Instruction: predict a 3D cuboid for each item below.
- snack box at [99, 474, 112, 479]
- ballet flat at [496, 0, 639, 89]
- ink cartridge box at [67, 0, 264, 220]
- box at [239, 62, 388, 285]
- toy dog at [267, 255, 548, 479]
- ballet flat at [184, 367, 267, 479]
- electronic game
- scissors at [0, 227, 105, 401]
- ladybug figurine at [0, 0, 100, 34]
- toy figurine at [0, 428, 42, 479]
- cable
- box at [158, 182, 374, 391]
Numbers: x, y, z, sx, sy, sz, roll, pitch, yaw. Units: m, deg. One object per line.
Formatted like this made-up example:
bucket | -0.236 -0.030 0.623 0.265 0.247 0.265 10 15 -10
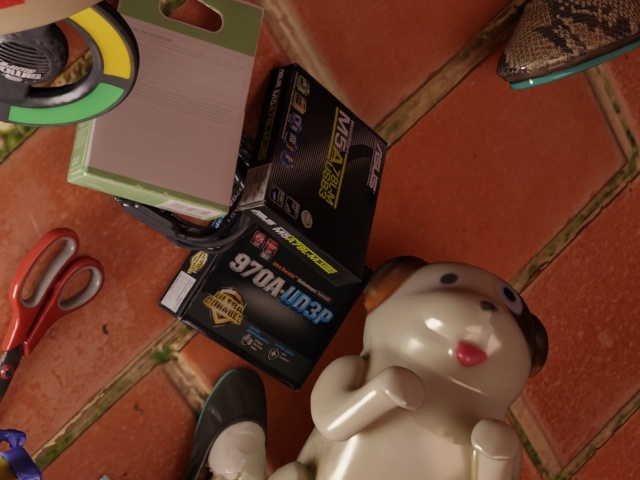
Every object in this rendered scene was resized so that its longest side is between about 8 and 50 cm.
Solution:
snack box | -0.266 0.354 2.083 0.141 0.037 0.100 -45 130 -13
ballet flat | 0.383 -0.301 2.232 0.483 0.164 0.182 -13 95 -39
ink cartridge box | -0.161 -0.155 1.910 0.171 0.056 0.235 16 75 -27
box | -0.004 -0.073 2.032 0.184 0.045 0.190 38 52 -38
toy dog | 0.117 0.224 2.104 0.395 0.285 0.407 49 66 -85
ballet flat | -0.115 0.292 2.130 0.095 0.096 0.280 16 99 -40
electronic game | -0.289 -0.184 1.739 0.229 0.229 0.048 39 43 -40
scissors | -0.338 0.120 1.941 0.297 0.021 0.109 -54 139 -2
ladybug figurine | -0.345 -0.330 1.508 0.162 0.449 0.305 85 11 -73
toy figurine | -0.352 0.329 1.912 0.217 0.191 0.362 -13 118 -35
cable | -0.136 -0.070 1.978 0.184 0.047 0.150 30 77 -22
box | -0.060 0.055 2.098 0.220 0.051 0.175 36 85 -41
